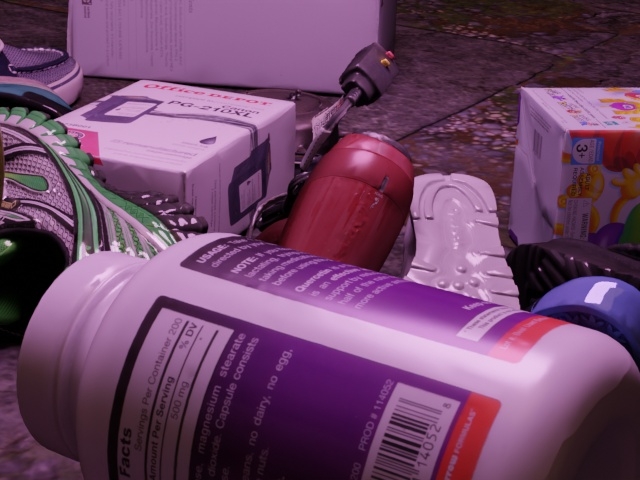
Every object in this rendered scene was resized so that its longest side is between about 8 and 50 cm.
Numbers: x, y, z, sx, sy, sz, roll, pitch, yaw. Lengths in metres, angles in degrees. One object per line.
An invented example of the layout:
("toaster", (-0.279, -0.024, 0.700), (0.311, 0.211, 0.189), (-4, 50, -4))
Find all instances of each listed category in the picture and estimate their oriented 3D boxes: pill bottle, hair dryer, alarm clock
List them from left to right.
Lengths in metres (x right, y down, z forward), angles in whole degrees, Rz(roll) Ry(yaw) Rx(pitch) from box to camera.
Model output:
("alarm clock", (-0.063, -0.124, 1.580), (0.192, 0.064, 0.129), (11, 22, 29))
("pill bottle", (-0.002, 0.101, 0.809), (0.323, 0.181, 0.181), (15, 24, 30))
("hair dryer", (0.000, 0.000, 1.151), (0.080, 0.223, 0.293), (27, 34, -9))

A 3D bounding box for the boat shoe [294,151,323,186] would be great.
("boat shoe", (-0.051, -0.077, 1.482), (0.125, 0.038, 0.046), (15, 24, 30))

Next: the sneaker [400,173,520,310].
("sneaker", (0.095, 0.053, 1.100), (0.090, 0.095, 0.235), (9, 40, 2))

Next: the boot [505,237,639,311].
("boot", (0.311, 0.059, 1.027), (0.260, 0.131, 0.348), (-6, 22, -21))

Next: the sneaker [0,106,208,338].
("sneaker", (-0.230, -0.010, 1.149), (0.146, 0.134, 0.343), (-17, 28, -40))

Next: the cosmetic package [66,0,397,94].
("cosmetic package", (-0.101, -0.288, 1.880), (0.385, 0.156, 0.217), (7, 21, 9))

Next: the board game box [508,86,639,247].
("board game box", (0.318, -0.049, 1.299), (0.275, 0.142, 0.144), (-1, 21, -7))

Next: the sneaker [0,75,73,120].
("sneaker", (-0.372, -0.107, 1.426), (0.302, 0.108, 0.121), (-7, 18, -27))

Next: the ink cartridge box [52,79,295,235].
("ink cartridge box", (-0.144, -0.063, 1.345), (0.172, 0.100, 0.237), (11, 22, 19))

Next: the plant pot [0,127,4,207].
("plant pot", (-0.434, -0.007, 0.878), (0.366, 0.366, 0.353), (9, 33, 16))

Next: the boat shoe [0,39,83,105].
("boat shoe", (-0.388, -0.206, 1.616), (0.127, 0.158, 0.340), (16, 25, 31))

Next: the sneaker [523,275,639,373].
("sneaker", (0.156, 0.060, 0.885), (0.081, 0.232, 0.090), (36, 68, 8))
